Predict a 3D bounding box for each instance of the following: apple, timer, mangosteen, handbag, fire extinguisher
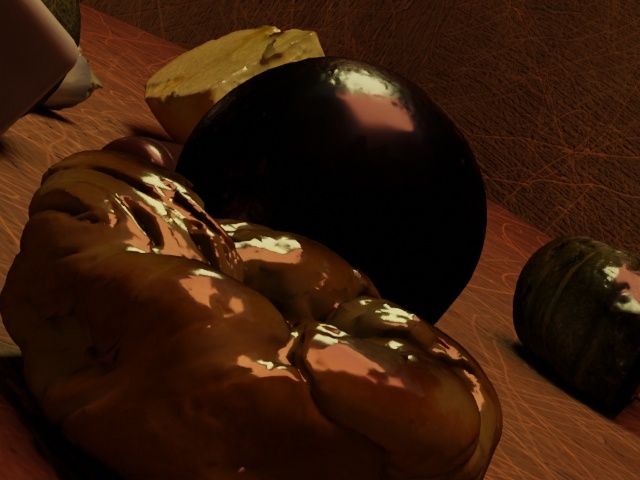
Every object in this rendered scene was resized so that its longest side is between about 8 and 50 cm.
[{"bbox_3d":[-0.099,-0.203,2.302,0.314,0.252,0.309,19,-5,-27],"label":"apple"},{"bbox_3d":[-0.369,-0.193,1.393,0.192,0.194,0.195,36,-11,46],"label":"timer"},{"bbox_3d":[0.019,-0.039,1.449,0.297,0.297,0.313,29,48,13],"label":"mangosteen"},{"bbox_3d":[-0.386,-0.222,2.074,0.117,0.095,0.173,39,22,32],"label":"handbag"},{"bbox_3d":[-0.158,-0.047,1.659,0.138,0.102,0.344,32,10,19],"label":"fire extinguisher"}]

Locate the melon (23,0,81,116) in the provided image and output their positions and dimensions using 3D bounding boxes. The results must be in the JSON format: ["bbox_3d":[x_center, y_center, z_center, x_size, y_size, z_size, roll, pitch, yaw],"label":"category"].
[{"bbox_3d":[-0.396,-0.269,1.735,0.249,0.248,0.329,20,26,-39],"label":"melon"}]

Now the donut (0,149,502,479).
[{"bbox_3d":[-0.049,0.077,1.047,0.360,0.170,0.360,28,7,-4],"label":"donut"}]

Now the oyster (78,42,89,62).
[{"bbox_3d":[-0.500,-0.352,2.431,0.201,0.107,0.354,36,12,29],"label":"oyster"}]

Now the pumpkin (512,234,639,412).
[{"bbox_3d":[0.385,0.080,2.099,0.232,0.242,0.325,38,6,12],"label":"pumpkin"}]
